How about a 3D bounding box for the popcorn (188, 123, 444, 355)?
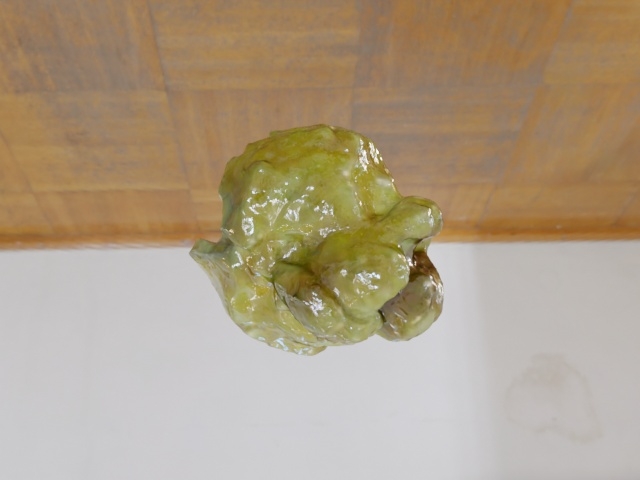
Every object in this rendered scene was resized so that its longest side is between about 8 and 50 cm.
[{"bbox_3d":[0.007,-0.002,0.868,0.276,0.225,0.276,28,137,29],"label":"popcorn"}]
